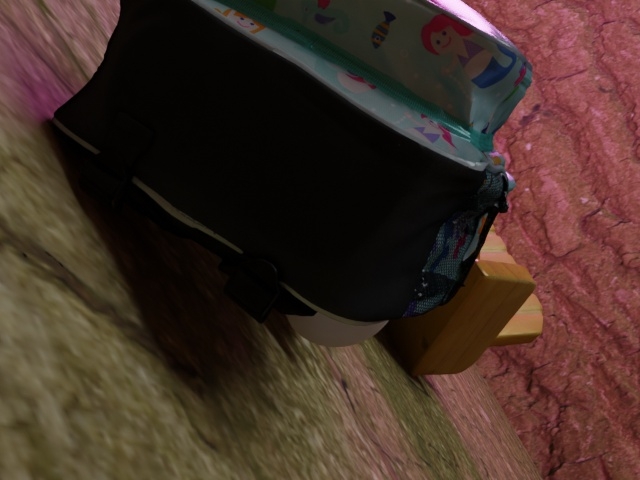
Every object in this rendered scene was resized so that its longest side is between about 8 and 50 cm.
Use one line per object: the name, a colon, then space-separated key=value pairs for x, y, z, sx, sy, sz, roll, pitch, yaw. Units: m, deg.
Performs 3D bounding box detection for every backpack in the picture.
backpack: x=0.006 y=-0.064 z=0.596 sx=0.225 sy=0.191 sz=0.253 roll=33 pitch=5 yaw=15

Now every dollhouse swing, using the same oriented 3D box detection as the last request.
dollhouse swing: x=0.198 y=-0.035 z=1.424 sx=0.346 sy=0.305 sz=0.315 roll=63 pitch=-33 yaw=28

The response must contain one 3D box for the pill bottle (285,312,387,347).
pill bottle: x=0.000 y=0.000 z=0.795 sx=0.108 sy=0.108 sz=0.180 roll=56 pitch=8 yaw=-27
